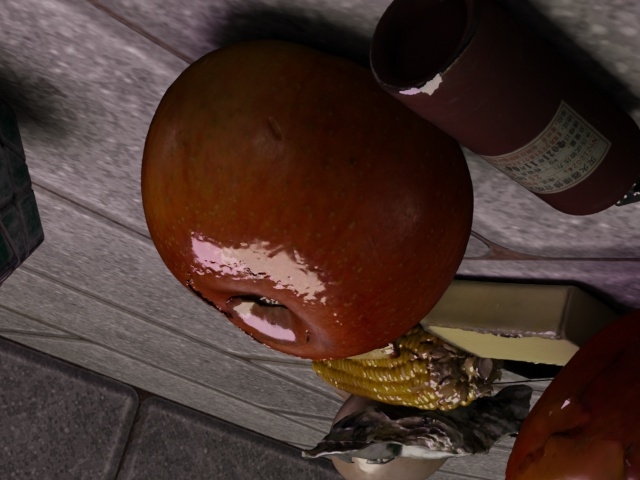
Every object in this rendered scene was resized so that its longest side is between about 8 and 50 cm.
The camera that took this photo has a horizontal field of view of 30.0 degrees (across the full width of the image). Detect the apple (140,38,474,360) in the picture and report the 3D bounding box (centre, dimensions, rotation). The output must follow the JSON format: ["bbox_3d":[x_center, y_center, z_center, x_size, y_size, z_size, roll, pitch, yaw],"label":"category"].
[{"bbox_3d":[-0.012,-0.020,0.782,0.235,0.173,0.210,26,162,-30],"label":"apple"}]

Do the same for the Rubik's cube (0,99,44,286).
[{"bbox_3d":[-0.392,-0.027,0.992,0.319,0.319,0.264,16,139,1],"label":"Rubik's cube"}]

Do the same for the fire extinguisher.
[{"bbox_3d":[0.136,-0.069,0.664,0.099,0.071,0.231,-31,138,33],"label":"fire extinguisher"}]

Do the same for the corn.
[{"bbox_3d":[0.091,0.141,1.401,0.115,0.115,0.318,24,164,-27],"label":"corn"}]

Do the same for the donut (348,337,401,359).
[{"bbox_3d":[0.022,0.072,1.195,0.141,0.085,0.217,-1,169,12],"label":"donut"}]

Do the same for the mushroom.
[{"bbox_3d":[0.084,0.240,1.602,0.209,0.206,0.206,9,164,29],"label":"mushroom"}]

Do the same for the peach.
[{"bbox_3d":[0.332,0.200,0.993,0.373,0.289,0.372,16,160,6],"label":"peach"}]

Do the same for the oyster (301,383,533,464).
[{"bbox_3d":[0.114,0.233,1.425,0.252,0.087,0.199,-22,157,24],"label":"oyster"}]

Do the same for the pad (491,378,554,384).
[{"bbox_3d":[0.239,0.167,1.418,0.170,0.006,0.245,-2,173,-21],"label":"pad"}]

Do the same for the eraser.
[{"bbox_3d":[0.195,0.080,1.153,0.172,0.058,0.117,1,160,46],"label":"eraser"}]
